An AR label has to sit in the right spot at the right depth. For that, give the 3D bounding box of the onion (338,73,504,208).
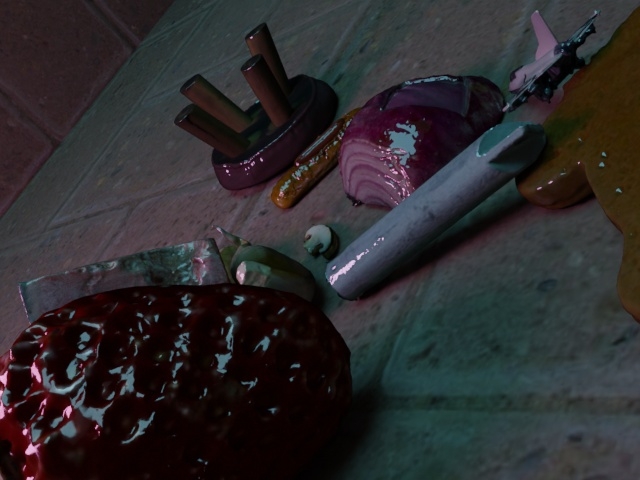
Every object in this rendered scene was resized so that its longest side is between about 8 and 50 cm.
[{"bbox_3d":[0.121,-0.164,1.202,0.247,0.111,0.250,-52,26,-12],"label":"onion"}]

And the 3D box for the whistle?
[{"bbox_3d":[0.127,-0.035,1.003,0.312,0.062,0.062,-41,25,31],"label":"whistle"}]

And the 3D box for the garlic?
[{"bbox_3d":[-0.078,0.042,1.159,0.090,0.128,0.198,-49,25,7],"label":"garlic"}]

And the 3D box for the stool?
[{"bbox_3d":[-0.125,-0.239,1.564,0.272,0.178,0.272,-32,29,20],"label":"stool"}]

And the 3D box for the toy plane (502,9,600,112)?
[{"bbox_3d":[0.269,-0.200,1.040,0.160,0.082,0.234,-47,-11,-5],"label":"toy plane"}]

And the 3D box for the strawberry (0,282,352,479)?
[{"bbox_3d":[-0.133,0.185,0.887,0.345,0.318,0.295,-21,0,10],"label":"strawberry"}]

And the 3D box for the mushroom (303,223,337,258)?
[{"bbox_3d":[0.000,0.000,1.230,0.049,0.019,0.101,-43,25,1],"label":"mushroom"}]

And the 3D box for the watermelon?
[{"bbox_3d":[-0.216,0.088,1.123,0.148,0.318,0.226,-144,75,-85],"label":"watermelon"}]

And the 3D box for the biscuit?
[{"bbox_3d":[0.370,-0.122,0.809,0.368,0.076,0.394,-49,23,15],"label":"biscuit"}]

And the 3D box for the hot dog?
[{"bbox_3d":[-0.001,-0.138,1.398,0.215,0.047,0.066,-43,24,2],"label":"hot dog"}]

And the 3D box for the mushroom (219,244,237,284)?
[{"bbox_3d":[-0.227,0.076,1.367,0.351,0.095,0.123,-11,22,46],"label":"mushroom"}]
